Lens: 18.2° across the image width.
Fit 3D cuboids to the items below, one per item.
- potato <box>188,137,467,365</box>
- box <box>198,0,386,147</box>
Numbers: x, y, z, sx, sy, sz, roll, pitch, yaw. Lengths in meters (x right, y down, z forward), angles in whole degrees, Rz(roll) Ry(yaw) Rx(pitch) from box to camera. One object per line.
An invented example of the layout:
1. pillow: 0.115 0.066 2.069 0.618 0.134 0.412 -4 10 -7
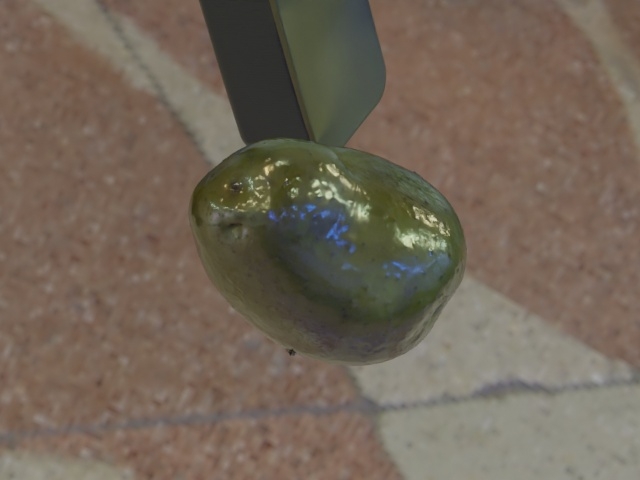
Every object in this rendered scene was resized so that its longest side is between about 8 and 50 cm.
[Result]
1. potato: 0.000 0.000 1.306 0.194 0.157 0.157 32 18 -49
2. box: -0.027 -0.183 1.761 0.090 0.201 0.144 5 39 29
